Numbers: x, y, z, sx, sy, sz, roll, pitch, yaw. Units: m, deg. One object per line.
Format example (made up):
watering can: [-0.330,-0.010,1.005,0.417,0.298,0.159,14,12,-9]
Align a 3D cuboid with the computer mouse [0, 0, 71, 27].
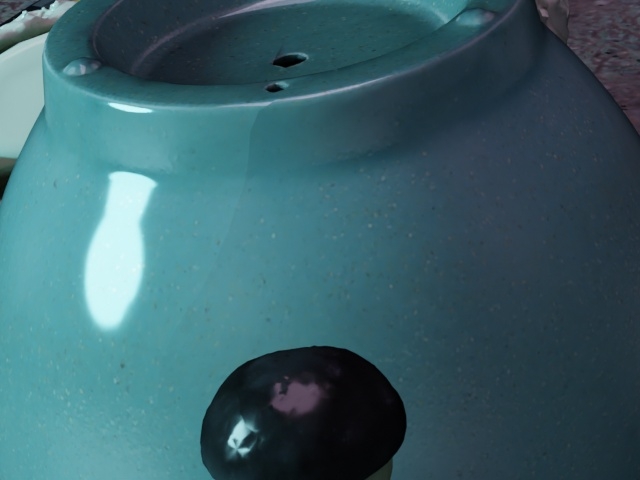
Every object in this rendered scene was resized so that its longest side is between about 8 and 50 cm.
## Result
computer mouse: [-0.203,-0.086,1.090,0.184,0.060,0.262,8,35,43]

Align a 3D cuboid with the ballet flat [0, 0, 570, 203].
ballet flat: [-0.040,-0.071,0.865,0.408,0.147,0.147,-19,29,-20]

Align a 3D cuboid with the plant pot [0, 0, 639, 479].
plant pot: [0.000,0.000,0.695,0.293,0.196,0.293,-8,27,4]

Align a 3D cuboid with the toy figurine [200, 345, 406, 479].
toy figurine: [0.003,0.140,0.474,0.213,0.148,0.209,-29,33,-35]

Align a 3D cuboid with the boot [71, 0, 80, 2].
boot: [-0.099,-0.139,0.967,0.283,0.220,0.109,-30,33,-34]
